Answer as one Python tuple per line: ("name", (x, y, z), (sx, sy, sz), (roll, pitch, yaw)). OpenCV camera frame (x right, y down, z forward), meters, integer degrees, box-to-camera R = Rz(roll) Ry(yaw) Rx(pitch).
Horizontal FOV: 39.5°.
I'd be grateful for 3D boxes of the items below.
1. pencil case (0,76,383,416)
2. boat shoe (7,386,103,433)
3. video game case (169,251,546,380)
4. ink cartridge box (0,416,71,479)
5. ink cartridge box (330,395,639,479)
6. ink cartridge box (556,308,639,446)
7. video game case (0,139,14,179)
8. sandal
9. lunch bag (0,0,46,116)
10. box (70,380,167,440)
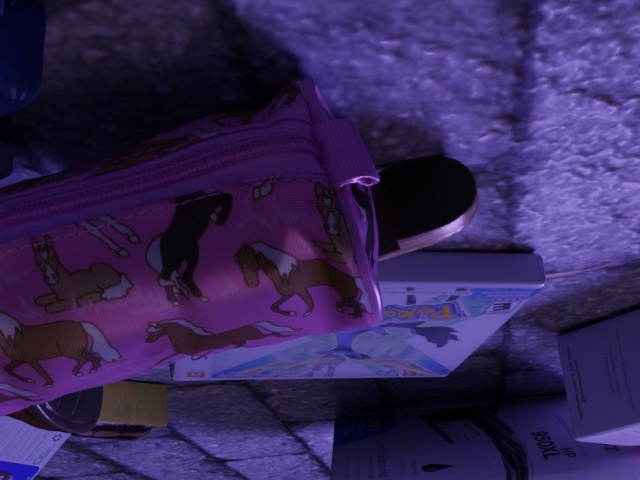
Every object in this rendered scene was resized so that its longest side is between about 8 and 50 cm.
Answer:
("pencil case", (-0.149, 0.020, 0.547), (0.386, 0.160, 0.167), (-14, -166, 4))
("boat shoe", (-0.303, 0.092, 0.799), (0.104, 0.111, 0.307), (-7, 146, 14))
("video game case", (0.017, 0.085, 0.904), (0.329, 0.036, 0.300), (0, 155, -11))
("ink cartridge box", (-0.372, 0.208, 0.930), (0.206, 0.045, 0.208), (-49, 143, 8))
("ink cartridge box", (0.218, 0.338, 1.207), (0.394, 0.166, 0.285), (-6, -173, 3))
("ink cartridge box", (0.454, 0.137, 0.977), (0.226, 0.131, 0.306), (16, 148, -38))
("video game case", (-0.372, -0.048, 0.560), (0.285, 0.025, 0.204), (-16, 153, 25))
("sandal", (0.001, 0.006, 0.667), (0.240, 0.088, 0.079), (-13, 150, 6))
("lunch bag", (-0.185, -0.097, 0.433), (0.098, 0.067, 0.065), (-18, 153, 25))
("box", (-0.307, 0.199, 1.073), (0.232, 0.058, 0.087), (12, 150, -31))
